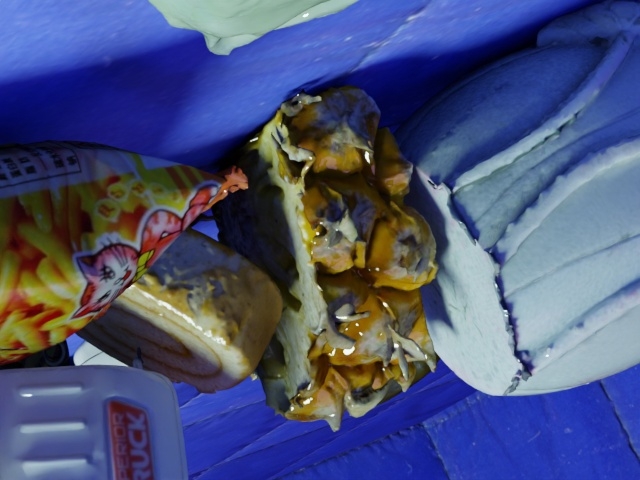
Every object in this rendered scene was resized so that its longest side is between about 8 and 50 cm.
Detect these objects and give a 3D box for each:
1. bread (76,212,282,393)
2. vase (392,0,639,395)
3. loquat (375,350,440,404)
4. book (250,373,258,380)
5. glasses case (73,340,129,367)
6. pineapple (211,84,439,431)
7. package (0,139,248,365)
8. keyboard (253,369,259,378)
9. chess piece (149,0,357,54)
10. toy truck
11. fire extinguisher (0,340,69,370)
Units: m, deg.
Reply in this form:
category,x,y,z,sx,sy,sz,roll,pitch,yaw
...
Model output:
category,x,y,z,sx,sy,sz,roll,pitch,yaw
bread,-0.100,0.033,1.126,0.073,0.149,0.122,-61,179,-31
vase,0.259,-0.065,1.258,0.445,0.250,0.250,-26,170,-19
loquat,0.043,0.077,1.640,0.195,0.152,0.152,-10,165,-15
book,0.048,0.105,2.115,0.241,0.018,0.170,-29,167,18
glasses case,-0.099,0.056,1.450,0.233,0.059,0.092,-30,170,23
pineapple,0.000,0.000,1.174,0.114,0.236,0.186,-18,-154,-30
package,-0.206,0.015,0.922,0.288,0.108,0.223,-9,167,-33
keyboard,0.021,0.067,1.738,0.231,0.072,0.023,-19,156,-29
chess piece,0.061,-0.148,0.684,0.298,0.176,0.176,-13,170,7
toy truck,-0.263,0.166,1.066,0.387,0.173,0.207,-3,153,-12
fire extinguisher,-0.261,0.109,1.240,0.311,0.095,0.114,-34,169,38
